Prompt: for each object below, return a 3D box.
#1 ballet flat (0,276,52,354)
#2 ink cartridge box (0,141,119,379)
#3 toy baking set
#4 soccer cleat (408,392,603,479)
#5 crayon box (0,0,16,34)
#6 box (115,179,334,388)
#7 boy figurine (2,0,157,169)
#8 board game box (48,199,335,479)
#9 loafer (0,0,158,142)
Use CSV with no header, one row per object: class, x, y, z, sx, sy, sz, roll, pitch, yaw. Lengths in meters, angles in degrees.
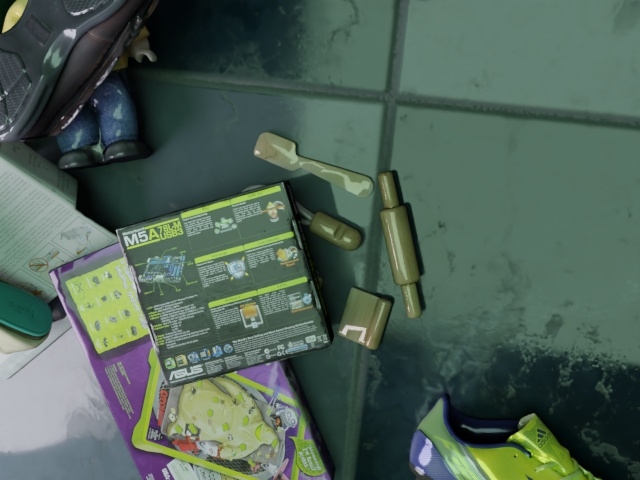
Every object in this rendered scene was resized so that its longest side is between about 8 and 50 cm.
ballet flat,-0.410,0.054,0.966,0.086,0.086,0.248,-30,131,17
ink cartridge box,-0.380,0.023,1.031,0.275,0.060,0.239,-38,128,17
toy baking set,0.007,0.000,0.968,0.197,0.030,0.256,-6,97,16
soccer cleat,0.236,0.251,0.914,0.289,0.093,0.121,20,96,11
crayon box,-0.525,-0.274,1.029,0.363,0.106,0.312,10,101,13
box,-0.100,0.047,0.936,0.191,0.045,0.184,-16,94,8
boy figurine,-0.278,-0.222,0.977,0.177,0.092,0.285,-13,93,6
board game box,-0.144,0.151,1.000,0.208,0.056,0.346,-21,96,12
loafer,-0.229,-0.218,0.863,0.302,0.095,0.109,-47,70,19
